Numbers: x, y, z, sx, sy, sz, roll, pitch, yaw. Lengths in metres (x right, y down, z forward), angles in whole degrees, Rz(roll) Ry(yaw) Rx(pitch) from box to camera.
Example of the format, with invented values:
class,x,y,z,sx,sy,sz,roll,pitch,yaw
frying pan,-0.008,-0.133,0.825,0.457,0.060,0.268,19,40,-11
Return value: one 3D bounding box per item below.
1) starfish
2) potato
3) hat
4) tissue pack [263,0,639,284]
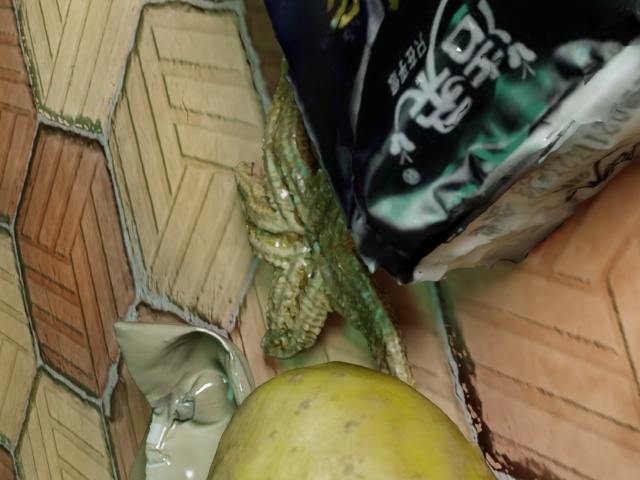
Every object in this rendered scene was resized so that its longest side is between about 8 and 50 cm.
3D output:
class,x,y,z,sx,sy,sz,roll,pitch,yaw
starfish,0.000,0.000,0.791,0.236,0.062,0.277,-44,64,55
potato,0.019,0.200,0.682,0.229,0.229,0.266,-29,57,53
hat,-0.100,0.131,0.947,0.173,0.144,0.166,-39,-56,-80
tissue pack,0.061,-0.170,0.605,0.245,0.123,0.332,-50,56,49
